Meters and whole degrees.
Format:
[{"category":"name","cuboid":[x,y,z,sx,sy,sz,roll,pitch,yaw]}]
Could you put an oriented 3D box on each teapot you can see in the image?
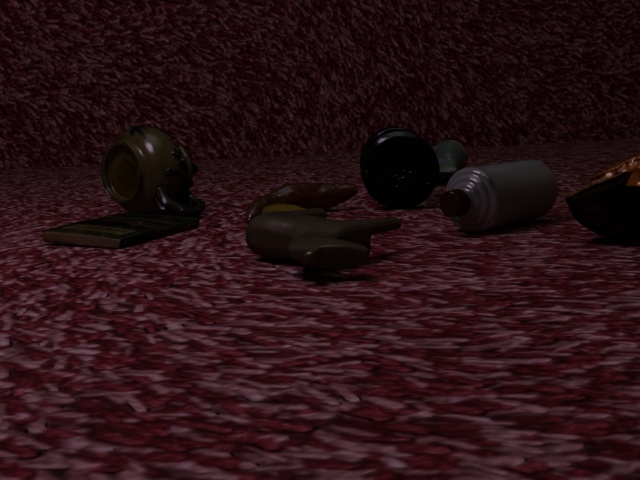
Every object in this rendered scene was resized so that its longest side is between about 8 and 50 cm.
[{"category":"teapot","cuboid":[-0.313,-0.129,1.701,0.269,0.173,0.183,42,29,27]}]

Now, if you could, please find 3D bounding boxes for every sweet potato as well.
[{"category":"sweet potato","cuboid":[-0.048,-0.075,1.641,0.255,0.058,0.078,-13,34,-34]}]

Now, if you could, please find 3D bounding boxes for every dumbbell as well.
[{"category":"dumbbell","cuboid":[0.156,-0.150,1.748,0.153,0.152,0.218,-2,10,2]}]

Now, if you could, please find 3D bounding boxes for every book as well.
[{"category":"book","cuboid":[-0.330,-0.019,1.459,0.160,0.024,0.228,5,11,24]}]

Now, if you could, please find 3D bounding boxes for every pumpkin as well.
[{"category":"pumpkin","cuboid":[0.433,-0.054,1.237,0.119,0.107,0.184,-20,3,42]}]

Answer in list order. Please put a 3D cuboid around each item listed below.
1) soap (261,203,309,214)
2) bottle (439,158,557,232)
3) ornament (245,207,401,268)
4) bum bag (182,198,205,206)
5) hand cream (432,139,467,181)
[{"category":"soap","cuboid":[-0.049,-0.041,1.494,0.089,0.033,0.168,-2,9,-12]},{"category":"bottle","cuboid":[0.276,-0.071,1.386,0.104,0.104,0.245,7,13,43]},{"category":"ornament","cuboid":[0.000,0.000,1.148,0.230,0.061,0.245,8,12,38]},{"category":"bum bag","cuboid":[-0.324,-0.078,1.811,0.160,0.026,0.109,-5,9,-15]},{"category":"hand cream","cuboid":[0.300,-0.195,2.180,0.147,0.093,0.306,0,11,21]}]
